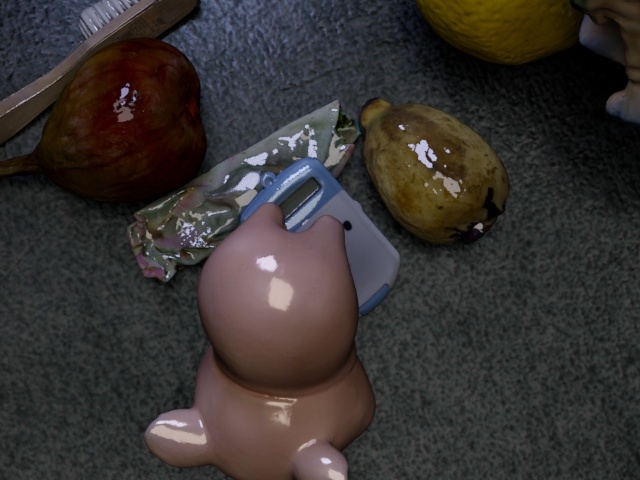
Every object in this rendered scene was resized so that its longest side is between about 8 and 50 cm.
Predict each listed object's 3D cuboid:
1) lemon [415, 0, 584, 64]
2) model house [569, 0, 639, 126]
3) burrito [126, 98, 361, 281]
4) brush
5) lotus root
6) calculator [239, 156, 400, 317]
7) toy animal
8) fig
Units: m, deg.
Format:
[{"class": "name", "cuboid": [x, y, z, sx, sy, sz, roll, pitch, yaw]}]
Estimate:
[{"class": "lemon", "cuboid": [0.207, -0.317, 1.814, 0.253, 0.228, 0.229, 20, 82, -40]}, {"class": "model house", "cuboid": [0.491, -0.283, 1.744, 0.395, 0.400, 0.445, 7, 54, 22]}, {"class": "burrito", "cuboid": [-0.082, -0.056, 1.872, 0.309, 0.066, 0.096, -32, 83, -7]}, {"class": "brush", "cuboid": [-0.289, -0.216, 1.891, 0.327, 0.070, 0.065, -37, 67, -3]}, {"class": "lotus root", "cuboid": [0.121, -0.084, 1.854, 0.214, 0.138, 0.138, 42, 84, 14]}, {"class": "calculator", "cuboid": [0.000, 0.000, 1.848, 0.121, 0.039, 0.210, -42, 111, -5]}, {"class": "toy animal", "cuboid": [-0.043, 0.125, 1.732, 0.237, 0.326, 0.269, 13, 65, 15]}, {"class": "fig", "cuboid": [-0.255, -0.106, 1.855, 0.290, 0.190, 0.191, -36, 84, 32]}]
